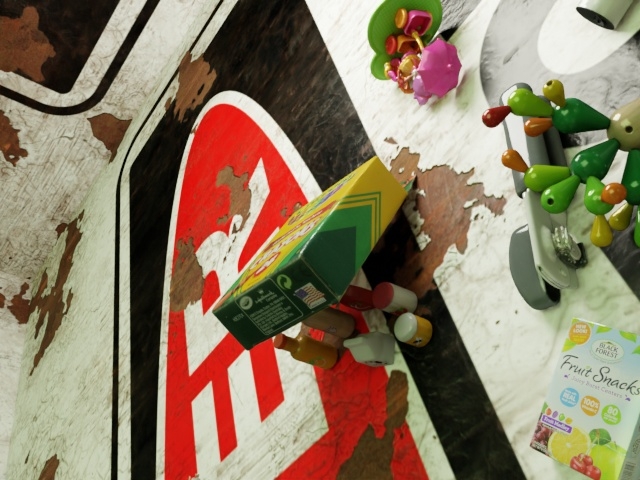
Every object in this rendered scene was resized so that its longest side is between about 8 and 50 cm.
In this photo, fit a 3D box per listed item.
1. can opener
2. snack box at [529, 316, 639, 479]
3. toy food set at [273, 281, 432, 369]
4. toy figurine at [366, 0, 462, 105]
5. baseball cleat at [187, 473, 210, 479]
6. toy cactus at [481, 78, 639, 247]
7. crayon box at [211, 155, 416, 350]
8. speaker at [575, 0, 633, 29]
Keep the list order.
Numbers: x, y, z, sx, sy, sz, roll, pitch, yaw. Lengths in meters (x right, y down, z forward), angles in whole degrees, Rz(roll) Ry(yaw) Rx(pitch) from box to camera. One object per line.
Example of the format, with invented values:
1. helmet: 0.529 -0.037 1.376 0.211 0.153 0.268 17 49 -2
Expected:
1. can opener: 0.247 -0.061 0.778 0.093 0.074 0.281 -30 48 45
2. snack box: 0.273 0.156 0.643 0.100 0.037 0.141 15 83 56
3. toy food set: 0.040 0.114 0.942 0.232 0.104 0.111 -20 55 49
4. toy figurine: 0.152 -0.275 1.033 0.173 0.130 0.159 114 145 -44
5. baseball cleat: -0.182 0.463 1.087 0.205 0.072 0.110 0 77 59
6. toy cactus: 0.293 -0.099 0.680 0.180 0.112 0.219 -39 68 -9
7. crayon box: 0.000 0.000 0.957 0.202 0.081 0.318 -33 13 40
8. speaker: 0.365 -0.323 0.785 0.136 0.055 0.055 -59 33 13
